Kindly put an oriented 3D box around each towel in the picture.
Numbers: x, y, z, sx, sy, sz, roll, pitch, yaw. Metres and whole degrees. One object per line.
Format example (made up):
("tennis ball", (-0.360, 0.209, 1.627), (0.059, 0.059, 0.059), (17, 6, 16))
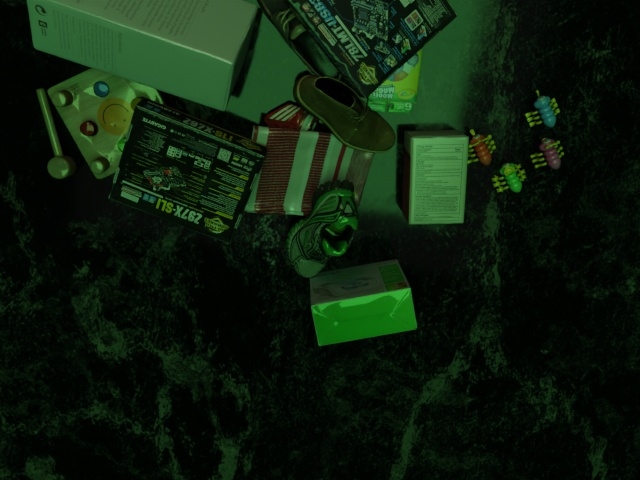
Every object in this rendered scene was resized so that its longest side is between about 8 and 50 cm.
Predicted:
("towel", (-0.031, -0.169, 1.587), (0.329, 0.037, 0.237), (3, 119, -20))

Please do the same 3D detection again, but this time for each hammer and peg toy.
("hammer and peg toy", (-0.566, -0.299, 1.545), (0.361, 0.127, 0.266), (-22, 108, 6))

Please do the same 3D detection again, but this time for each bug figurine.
("bug figurine", (0.532, -0.251, 1.624), (0.279, 0.072, 0.216), (-31, 107, 8))

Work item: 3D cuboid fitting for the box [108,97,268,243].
("box", (-0.322, -0.165, 1.491), (0.322, 0.079, 0.257), (20, 117, -9))

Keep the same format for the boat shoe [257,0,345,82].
("boat shoe", (-0.040, -0.528, 1.483), (0.132, 0.130, 0.355), (-38, 105, 10))

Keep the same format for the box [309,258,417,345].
("box", (0.108, 0.164, 1.665), (0.262, 0.231, 0.127), (-10, 109, 2))

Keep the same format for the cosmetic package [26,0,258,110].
("cosmetic package", (-0.398, -0.495, 1.413), (0.453, 0.230, 0.161), (18, 145, -7))

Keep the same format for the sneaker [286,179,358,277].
("sneaker", (0.000, 0.000, 1.601), (0.134, 0.146, 0.343), (3, 144, -18))

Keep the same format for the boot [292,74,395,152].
("boot", (0.081, -0.302, 1.489), (0.305, 0.115, 0.112), (27, 81, -29))

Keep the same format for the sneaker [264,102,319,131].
("sneaker", (-0.100, -0.259, 1.614), (0.128, 0.087, 0.221), (33, 111, 11))

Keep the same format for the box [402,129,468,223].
("box", (0.298, -0.169, 1.615), (0.148, 0.127, 0.232), (-1, 108, -1))

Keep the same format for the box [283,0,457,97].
("box", (0.117, -0.537, 1.414), (0.293, 0.073, 0.295), (-42, 111, 3))

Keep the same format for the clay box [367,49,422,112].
("clay box", (0.189, -0.438, 1.561), (0.127, 0.053, 0.222), (3, 107, -2))
